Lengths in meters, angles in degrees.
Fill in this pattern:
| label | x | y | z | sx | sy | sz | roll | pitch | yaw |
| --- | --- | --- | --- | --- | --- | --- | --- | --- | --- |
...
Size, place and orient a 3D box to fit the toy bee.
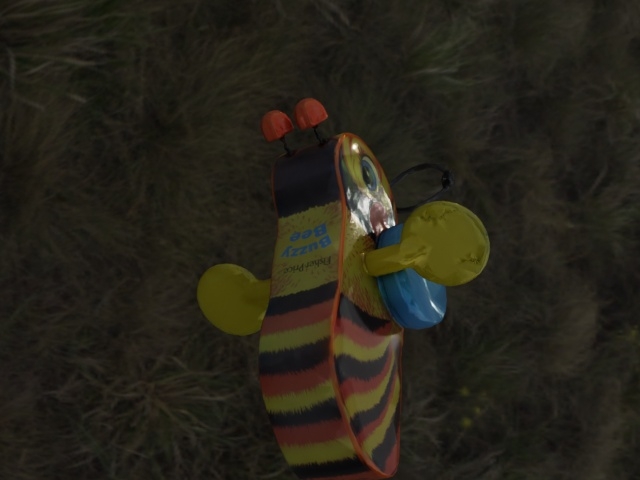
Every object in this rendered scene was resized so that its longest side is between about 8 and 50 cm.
| label | x | y | z | sx | sy | sz | roll | pitch | yaw |
| --- | --- | --- | --- | --- | --- | --- | --- | --- | --- |
| toy bee | 0.000 | 0.000 | 0.580 | 0.162 | 0.195 | 0.298 | 54 | 12 | -32 |
